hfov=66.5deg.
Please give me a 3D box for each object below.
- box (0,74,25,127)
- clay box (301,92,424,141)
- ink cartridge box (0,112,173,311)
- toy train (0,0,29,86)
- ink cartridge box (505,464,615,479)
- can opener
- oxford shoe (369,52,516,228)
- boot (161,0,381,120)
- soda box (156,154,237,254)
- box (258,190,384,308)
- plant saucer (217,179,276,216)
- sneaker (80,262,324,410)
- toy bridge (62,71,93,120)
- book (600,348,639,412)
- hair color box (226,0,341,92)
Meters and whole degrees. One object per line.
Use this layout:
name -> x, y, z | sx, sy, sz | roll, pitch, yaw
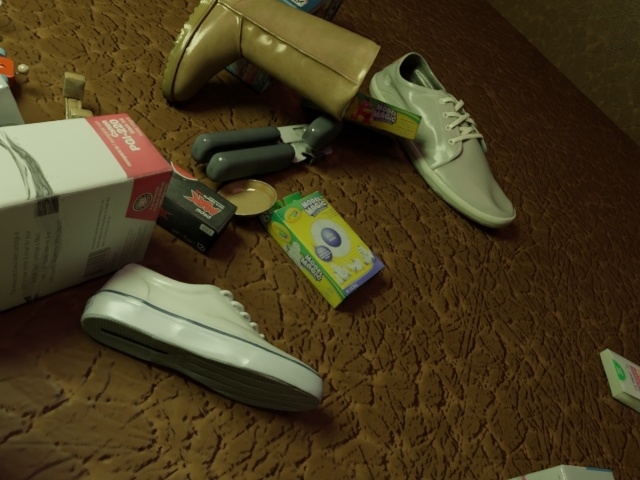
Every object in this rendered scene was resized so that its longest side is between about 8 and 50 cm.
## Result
box -> -0.413, -0.161, 0.450 | 0.169, 0.087, 0.290 | -33, 66, -28
clay box -> 0.088, -0.242, 0.925 | 0.221, 0.053, 0.127 | 11, 14, -27
ink cartridge box -> -0.269, -0.020, 0.450 | 0.092, 0.159, 0.217 | 49, 42, 14
toy train -> -0.446, -0.249, 0.611 | 0.125, 0.046, 0.166 | -4, 61, -39
ink cartridge box -> 0.272, 0.307, 0.576 | 0.088, 0.122, 0.052 | 16, 51, -23
can opener -> -0.065, -0.161, 0.758 | 0.076, 0.095, 0.283 | 50, 37, 13
oxford shoe -> 0.261, -0.220, 1.017 | 0.169, 0.130, 0.450 | -12, 63, -43
boot -> -0.075, -0.263, 0.750 | 0.269, 0.236, 0.089 | 29, 3, -6
soda box -> -0.194, -0.059, 0.615 | 0.168, 0.053, 0.060 | 35, 42, -6
box -> 0.000, 0.000, 0.709 | 0.179, 0.043, 0.105 | 47, 43, 11
plant saucer -> -0.103, -0.056, 0.686 | 0.083, 0.015, 0.083 | 2, 42, -2
sneaker -> -0.107, 0.096, 0.512 | 0.258, 0.094, 0.091 | 28, 48, -11
toy bridge -> -0.293, -0.129, 0.594 | 0.026, 0.063, 0.188 | 1, 44, -35
book -> 0.586, 0.271, 0.897 | 0.144, 0.035, 0.096 | 28, 40, -11
hair color box -> -0.053, -0.442, 0.952 | 0.105, 0.174, 0.347 | 35, 43, -6
